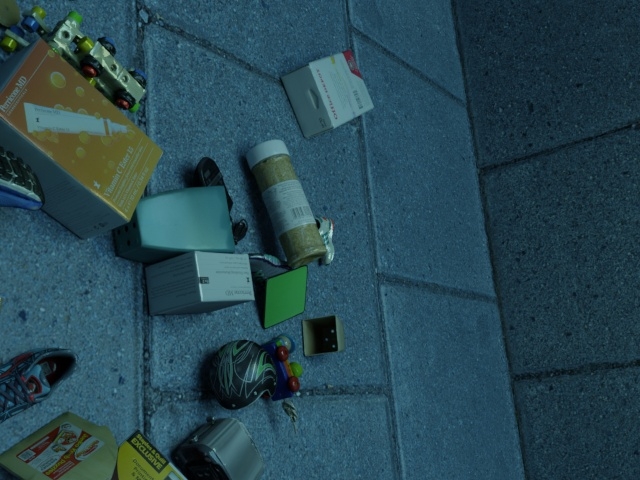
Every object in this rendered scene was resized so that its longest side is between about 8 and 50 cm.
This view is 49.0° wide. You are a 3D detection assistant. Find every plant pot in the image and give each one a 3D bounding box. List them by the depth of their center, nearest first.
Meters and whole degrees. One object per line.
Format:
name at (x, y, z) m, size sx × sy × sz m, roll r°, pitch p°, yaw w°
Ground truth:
plant pot at (-0.354, -0.031, 1.643) m, size 0.234 × 0.166 × 0.165 m, roll -3°, pitch 79°, yaw -46°
plant pot at (0.020, 0.285, 2.075) m, size 0.096 × 0.109 × 0.109 m, roll 27°, pitch 55°, yaw -61°

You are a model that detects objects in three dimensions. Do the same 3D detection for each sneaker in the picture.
sneaker at (-0.665, -0.102, 1.253) m, size 0.330 × 0.147 × 0.129 m, roll 14°, pitch 27°, yaw -34°
sneaker at (-0.553, 0.262, 1.273) m, size 0.262 × 0.125 × 0.104 m, roll -40°, pitch 109°, yaw -53°
sneaker at (-0.149, 0.095, 1.936) m, size 0.224 × 0.083 × 0.098 m, roll 17°, pitch 68°, yaw -51°
sneaker at (0.000, 0.000, 2.209) m, size 0.075 × 0.057 × 0.161 m, roll 14°, pitch 66°, yaw -32°

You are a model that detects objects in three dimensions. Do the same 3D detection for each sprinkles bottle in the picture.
sprinkles bottle at (-0.098, -0.106, 1.991) m, size 0.121 × 0.121 × 0.355 m, roll -4°, pitch 69°, yaw -54°

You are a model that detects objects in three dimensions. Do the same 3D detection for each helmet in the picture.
helmet at (-0.194, 0.327, 1.712) m, size 0.161 × 0.169 × 0.169 m, roll 30°, pitch 52°, yaw -65°

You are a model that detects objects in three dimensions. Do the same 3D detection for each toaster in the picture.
toaster at (-0.221, 0.520, 1.626) m, size 0.227 × 0.129 × 0.146 m, roll 63°, pitch 34°, yaw -13°

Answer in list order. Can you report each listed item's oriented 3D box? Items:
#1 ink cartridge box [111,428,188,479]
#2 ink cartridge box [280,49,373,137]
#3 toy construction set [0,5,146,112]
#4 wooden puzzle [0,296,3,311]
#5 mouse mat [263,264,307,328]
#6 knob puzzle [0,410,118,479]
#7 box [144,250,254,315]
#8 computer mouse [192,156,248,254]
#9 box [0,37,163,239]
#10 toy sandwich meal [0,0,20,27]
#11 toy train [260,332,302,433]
ink cartridge box at (-0.321, 0.544, 1.386) m, size 0.309 × 0.130 × 0.272 m, roll 45°, pitch 38°, yaw 1°
ink cartridge box at (0.028, -0.498, 2.367) m, size 0.306 × 0.131 × 0.226 m, roll -35°, pitch 106°, yaw -52°
toy construction set at (-0.505, -0.375, 1.542) m, size 0.328 × 0.215 × 0.151 m, roll 28°, pitch 71°, yaw -52°
wooden puzzle at (-0.633, 0.133, 1.314) m, size 0.078 × 0.014 × 0.116 m, roll 37°, pitch 49°, yaw -46°
mouse mat at (-0.097, 0.157, 1.980) m, size 0.190 × 0.007 × 0.152 m, roll -18°, pitch 118°, yaw -53°
knob puzzle at (-0.465, 0.409, 1.306) m, size 0.213 × 0.213 × 0.030 m, roll -32°, pitch 135°, yaw -54°
box at (-0.284, 0.103, 1.656) m, size 0.181 × 0.182 × 0.119 m, roll 4°, pitch 73°, yaw -53°
computer mouse at (-0.288, -0.074, 1.833) m, size 0.262 × 0.060 × 0.184 m, roll 65°, pitch 30°, yaw -32°
box at (-0.531, -0.199, 1.448) m, size 0.345 × 0.168 × 0.215 m, roll 44°, pitch 45°, yaw -35°
toy sandwich meal at (-0.676, -0.491, 1.489) m, size 0.085 × 0.029 × 0.085 m, roll 34°, pitch 51°, yaw -57°
toy train at (-0.089, 0.380, 1.899) m, size 0.248 × 0.105 × 0.143 m, roll 70°, pitch 22°, yaw -5°
